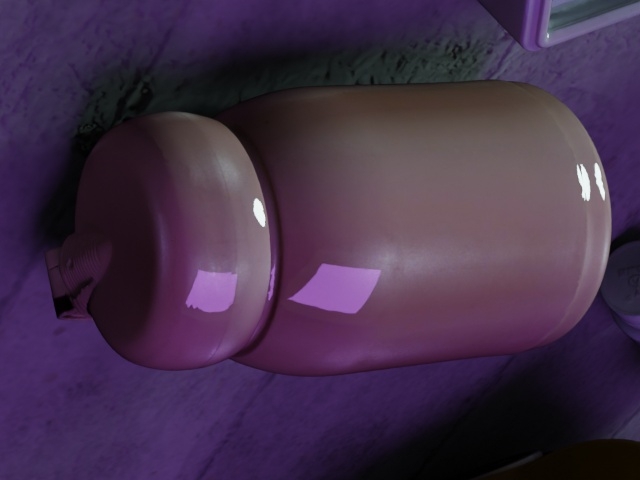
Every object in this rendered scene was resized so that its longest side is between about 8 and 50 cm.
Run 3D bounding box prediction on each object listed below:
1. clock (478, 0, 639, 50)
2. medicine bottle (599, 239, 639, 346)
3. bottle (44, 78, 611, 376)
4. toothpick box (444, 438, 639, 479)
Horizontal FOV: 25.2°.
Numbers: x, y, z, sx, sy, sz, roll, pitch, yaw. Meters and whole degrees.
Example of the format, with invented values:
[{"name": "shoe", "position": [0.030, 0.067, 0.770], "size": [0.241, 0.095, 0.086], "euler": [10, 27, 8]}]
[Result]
[{"name": "clock", "position": [0.190, -0.204, 0.827], "size": [0.197, 0.063, 0.150], "euler": [-20, 142, -17]}, {"name": "medicine bottle", "position": [0.284, 0.052, 1.190], "size": [0.080, 0.080, 0.130], "euler": [-40, 143, 11]}, {"name": "bottle", "position": [0.000, 0.000, 0.847], "size": [0.297, 0.173, 0.206], "euler": [-6, 171, -33]}, {"name": "toothpick box", "position": [0.204, 0.390, 1.270], "size": [0.409, 0.409, 0.425], "euler": [-27, 146, -8]}]
